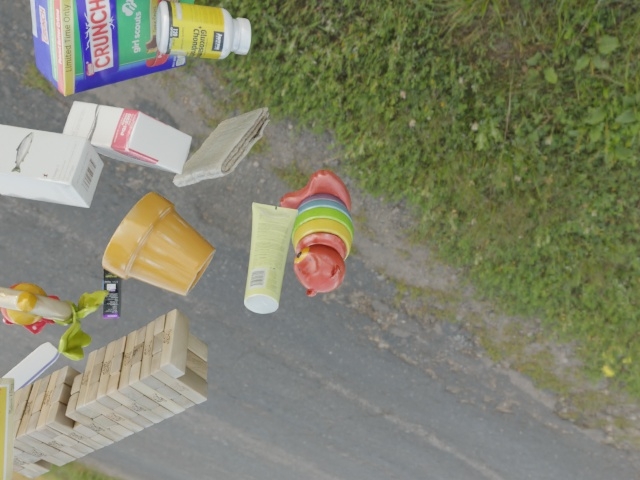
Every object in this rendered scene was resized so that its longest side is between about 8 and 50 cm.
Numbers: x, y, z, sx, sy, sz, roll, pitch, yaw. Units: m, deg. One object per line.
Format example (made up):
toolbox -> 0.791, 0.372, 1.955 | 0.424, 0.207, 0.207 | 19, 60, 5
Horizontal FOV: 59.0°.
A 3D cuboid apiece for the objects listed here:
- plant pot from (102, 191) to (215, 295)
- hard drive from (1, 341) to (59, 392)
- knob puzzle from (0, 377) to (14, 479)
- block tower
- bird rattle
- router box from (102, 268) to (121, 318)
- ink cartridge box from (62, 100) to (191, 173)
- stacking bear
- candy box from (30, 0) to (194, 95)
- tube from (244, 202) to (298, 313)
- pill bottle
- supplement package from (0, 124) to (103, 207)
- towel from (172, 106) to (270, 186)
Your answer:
plant pot -> -0.350, 0.024, 1.280 | 0.188, 0.205, 0.205 | 31, 143, -3
hard drive -> -0.639, 0.308, 1.120 | 0.040, 0.210, 0.319 | 49, 143, -9
knob puzzle -> -0.372, 0.222, 0.519 | 0.030, 0.213, 0.213 | -6, 138, 29
block tower -> -0.302, 0.216, 0.764 | 0.336, 0.090, 0.097 | -28, 130, 16
bird rattle -> -0.550, 0.120, 1.098 | 0.254, 0.143, 0.207 | 15, 165, 25
router box -> -0.542, 0.113, 1.478 | 0.046, 0.133, 0.179 | 1, -169, -18
ink cartridge box -> -0.411, -0.219, 1.207 | 0.218, 0.092, 0.159 | 13, 176, 32
stacking bear -> 0.000, 0.000, 1.344 | 0.175, 0.288, 0.164 | -34, 124, 28
candy box -> -0.427, -0.480, 1.189 | 0.122, 0.317, 0.268 | 43, 138, 19
tube -> -0.096, 0.023, 1.064 | 0.062, 0.240, 0.070 | -25, 133, 30
pill bottle -> -0.244, -0.436, 1.184 | 0.184, 0.103, 0.103 | -3, 151, -23
supplement package -> -0.530, -0.141, 1.080 | 0.180, 0.105, 0.105 | 8, 159, 0
towel -> -0.250, -0.242, 1.472 | 0.187, 0.282, 0.049 | -9, 128, 38
